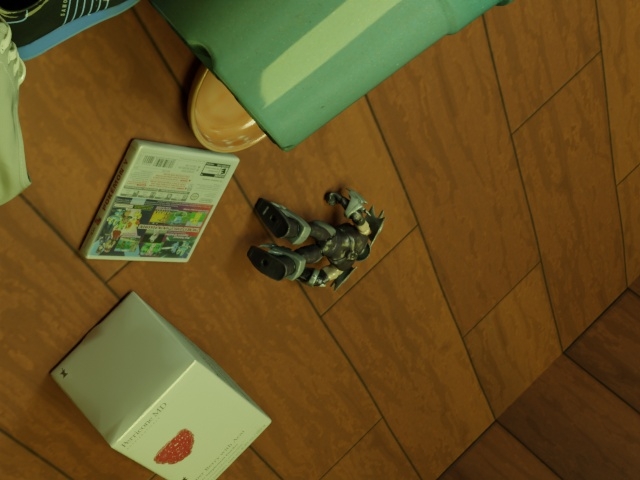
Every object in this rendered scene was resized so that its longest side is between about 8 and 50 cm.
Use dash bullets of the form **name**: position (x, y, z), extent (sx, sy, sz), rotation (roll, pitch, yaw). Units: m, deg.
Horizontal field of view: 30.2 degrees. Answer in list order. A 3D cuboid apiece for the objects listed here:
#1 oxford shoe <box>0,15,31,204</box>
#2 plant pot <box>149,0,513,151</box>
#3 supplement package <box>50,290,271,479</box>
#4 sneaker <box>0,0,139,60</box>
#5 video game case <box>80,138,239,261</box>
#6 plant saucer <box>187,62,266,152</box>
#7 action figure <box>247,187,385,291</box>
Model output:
- **oxford shoe**: position (-0.373, -0.191, 1.221), extent (0.130, 0.169, 0.449), rotation (-27, 149, -27)
- **plant pot**: position (-0.002, -0.304, 1.416), extent (0.334, 0.341, 0.341), rotation (-42, 148, 1)
- **supplement package**: position (-0.238, 0.243, 1.819), extent (0.177, 0.175, 0.293), rotation (-45, 147, -4)
- **sneaker**: position (-0.270, -0.291, 1.315), extent (0.232, 0.081, 0.090), rotation (-38, 151, -17)
- **video game case**: position (-0.224, -0.051, 1.675), extent (0.201, 0.023, 0.183), rotation (4, 121, -53)
- **plant saucer**: position (-0.106, -0.214, 1.634), extent (0.200, 0.037, 0.200), rotation (-31, 144, -26)
- **action figure**: position (0.000, 0.000, 1.937), extent (0.285, 0.099, 0.185), rotation (4, 114, -56)
